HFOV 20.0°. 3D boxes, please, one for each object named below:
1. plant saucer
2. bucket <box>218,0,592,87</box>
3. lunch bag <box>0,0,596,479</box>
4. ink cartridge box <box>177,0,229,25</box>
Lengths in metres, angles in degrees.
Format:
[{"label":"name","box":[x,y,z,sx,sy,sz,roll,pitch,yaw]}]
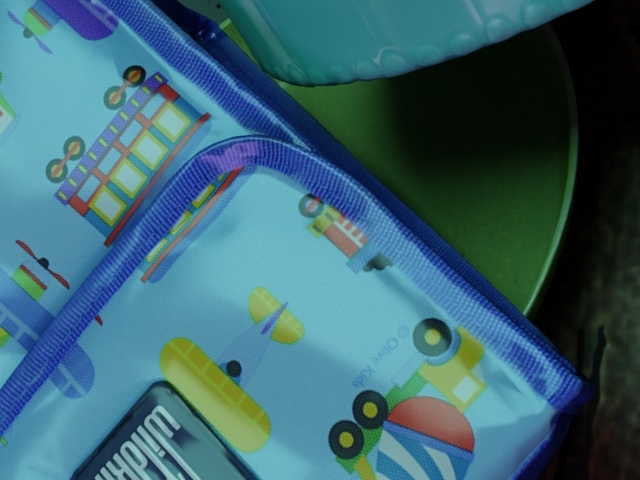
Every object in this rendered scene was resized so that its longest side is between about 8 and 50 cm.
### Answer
[{"label":"plant saucer","box":[0.000,0.000,0.696,0.241,0.037,0.241,-20,52,29]},{"label":"bucket","box":[0.044,-0.191,0.609,0.281,0.183,0.281,-26,21,11]},{"label":"lunch bag","box":[-0.056,0.061,0.608,0.221,0.138,0.293,-51,57,6]},{"label":"ink cartridge box","box":[-0.073,-0.185,0.777,0.127,0.175,0.072,-51,41,2]}]
